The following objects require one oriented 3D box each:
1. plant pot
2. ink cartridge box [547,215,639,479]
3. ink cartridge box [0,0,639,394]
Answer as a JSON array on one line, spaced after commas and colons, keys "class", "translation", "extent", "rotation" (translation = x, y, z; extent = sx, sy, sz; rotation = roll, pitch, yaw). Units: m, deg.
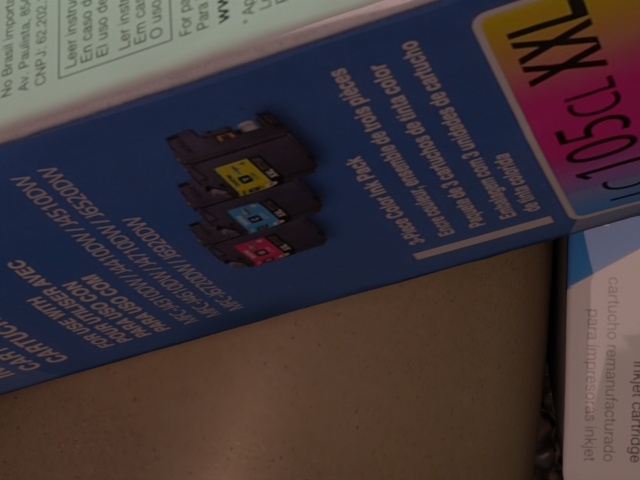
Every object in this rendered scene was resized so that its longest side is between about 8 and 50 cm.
[{"class": "plant pot", "translation": [0.000, 0.000, 0.613], "extent": [0.256, 0.256, 0.274], "rotation": [18, 88, 4]}, {"class": "ink cartridge box", "translation": [0.218, 0.002, 0.601], "extent": [0.232, 0.168, 0.171], "rotation": [1, 101, 7]}, {"class": "ink cartridge box", "translation": [-0.076, -0.106, 0.485], "extent": [0.395, 0.151, 0.270], "rotation": [-15, 58, 14]}]
